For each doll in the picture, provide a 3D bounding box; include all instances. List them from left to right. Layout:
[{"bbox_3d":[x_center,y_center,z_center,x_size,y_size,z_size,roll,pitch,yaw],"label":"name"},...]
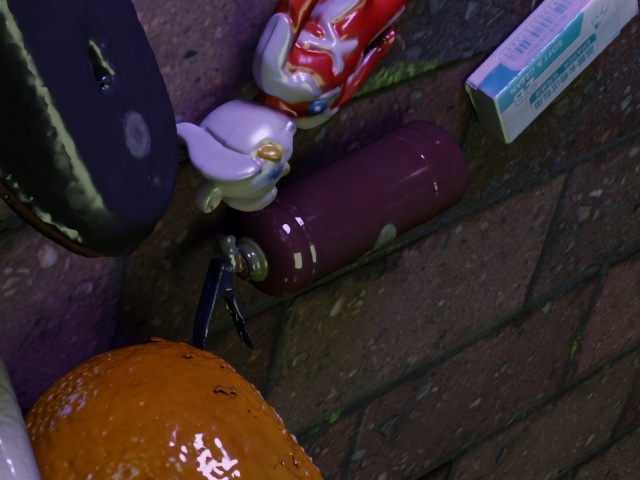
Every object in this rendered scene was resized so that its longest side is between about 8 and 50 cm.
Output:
[{"bbox_3d":[0.005,-0.181,1.444,0.384,0.099,0.188,-52,151,-6],"label":"doll"}]

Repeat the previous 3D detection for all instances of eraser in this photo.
[{"bbox_3d":[0.258,-0.216,1.786,0.225,0.052,0.095,-46,148,-11],"label":"eraser"}]

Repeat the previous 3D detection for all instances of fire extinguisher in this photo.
[{"bbox_3d":[0.000,0.000,1.599,0.344,0.102,0.138,-29,119,-35],"label":"fire extinguisher"}]

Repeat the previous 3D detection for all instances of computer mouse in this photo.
[{"bbox_3d":[-0.201,-0.129,1.113,0.183,0.116,0.323,-71,146,-54],"label":"computer mouse"}]

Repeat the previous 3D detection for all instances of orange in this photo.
[{"bbox_3d":[-0.148,0.267,1.469,0.293,0.340,0.340,-37,147,-14],"label":"orange"}]

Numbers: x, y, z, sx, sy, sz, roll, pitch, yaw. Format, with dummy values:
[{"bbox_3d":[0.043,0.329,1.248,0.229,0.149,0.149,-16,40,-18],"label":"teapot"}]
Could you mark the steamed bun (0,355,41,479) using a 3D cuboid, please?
[{"bbox_3d":[-0.346,0.180,1.250,0.155,0.200,0.250,-40,157,32],"label":"steamed bun"}]
